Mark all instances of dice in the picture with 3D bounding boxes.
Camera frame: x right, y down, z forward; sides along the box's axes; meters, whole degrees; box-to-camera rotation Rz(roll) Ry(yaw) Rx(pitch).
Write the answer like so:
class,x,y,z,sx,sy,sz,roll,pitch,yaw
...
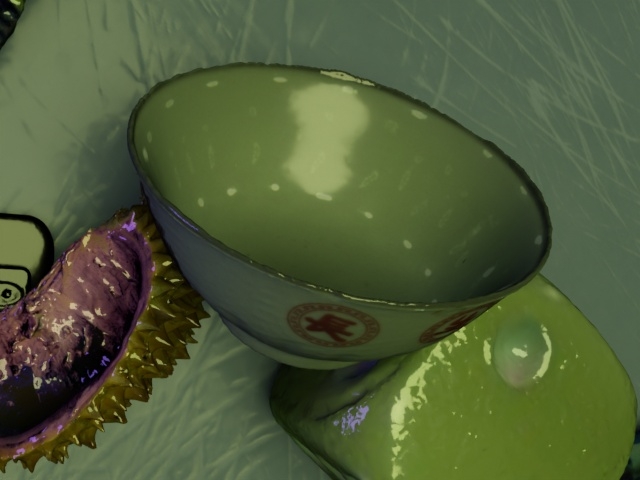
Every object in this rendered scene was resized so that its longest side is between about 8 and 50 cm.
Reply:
class,x,y,z,sx,sy,sz,roll,pitch,yaw
dice,0.126,0.159,0.928,0.250,0.252,0.254,-46,105,-12

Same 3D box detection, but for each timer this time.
class,x,y,z,sx,sy,sz,roll,pitch,yaw
timer,-0.336,0.042,0.859,0.188,0.055,0.144,4,89,-21

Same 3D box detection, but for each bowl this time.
class,x,y,z,sx,sy,sz,roll,pitch,yaw
bowl,0.000,0.000,0.785,0.337,0.337,0.157,5,125,-20

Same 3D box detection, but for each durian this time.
class,x,y,z,sx,sy,sz,roll,pitch,yaw
durian,-0.188,0.094,0.847,0.260,0.186,0.153,-45,71,15

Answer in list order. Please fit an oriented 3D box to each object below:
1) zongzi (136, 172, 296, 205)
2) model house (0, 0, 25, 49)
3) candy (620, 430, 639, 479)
class,x,y,z,sx,sy,sz,roll,pitch,yaw
zongzi,-0.062,-0.014,0.927,0.195,0.099,0.197,-23,93,-18
model house,-0.316,-0.265,0.799,0.194,0.170,0.211,35,80,-20
candy,0.345,0.291,1.107,0.331,0.077,0.187,-10,98,-21
